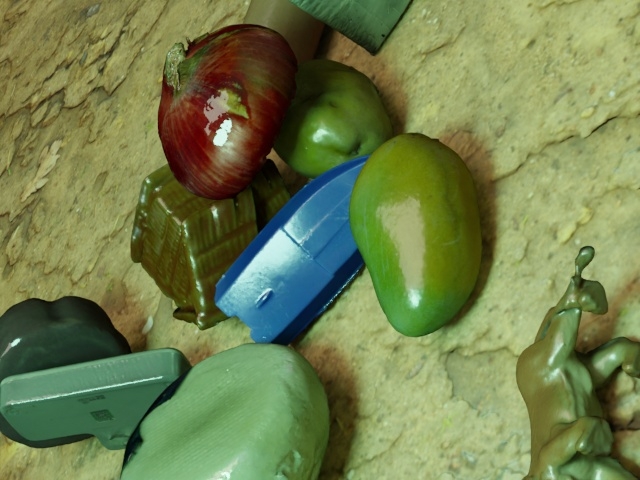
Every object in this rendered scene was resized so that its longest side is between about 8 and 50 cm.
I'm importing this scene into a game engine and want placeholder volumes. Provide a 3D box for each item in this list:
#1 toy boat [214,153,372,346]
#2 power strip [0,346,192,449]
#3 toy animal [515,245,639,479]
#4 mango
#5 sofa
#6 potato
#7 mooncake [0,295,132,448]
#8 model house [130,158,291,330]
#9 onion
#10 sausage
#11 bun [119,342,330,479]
[{"bbox_3d":[0.000,0.000,1.476,0.295,0.129,0.088,-48,-3,16],"label":"toy boat"},{"bbox_3d":[-0.300,0.234,1.635,0.264,0.194,0.059,-10,54,5],"label":"power strip"},{"bbox_3d":[0.228,0.178,1.093,0.157,0.097,0.312,-30,45,46],"label":"toy animal"},{"bbox_3d":[0.110,-0.012,1.333,0.156,0.114,0.251,-20,51,16],"label":"mango"},{"bbox_3d":[0.013,-0.408,1.639,0.176,0.210,0.225,-57,39,11],"label":"sofa"},{"bbox_3d":[0.009,-0.159,1.539,0.154,0.137,0.200,-50,36,17],"label":"potato"},{"bbox_3d":[-0.399,0.196,1.738,0.245,0.245,0.133,-55,33,12],"label":"mooncake"},{"bbox_3d":[-0.138,-0.001,1.619,0.229,0.199,0.220,52,153,27],"label":"model house"},{"bbox_3d":[-0.126,-0.168,1.480,0.248,0.161,0.248,-172,90,-78],"label":"onion"},{"bbox_3d":[-0.058,-0.314,1.738,0.123,0.123,0.253,2,69,52],"label":"sausage"},{"bbox_3d":[-0.097,0.263,1.382,0.283,0.179,0.283,-27,29,17],"label":"bun"}]
